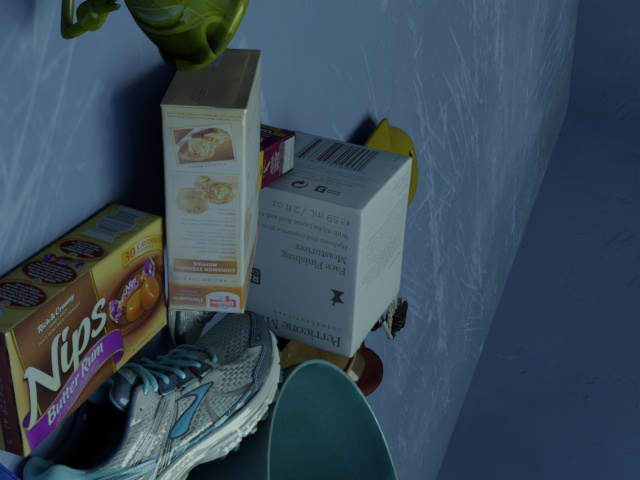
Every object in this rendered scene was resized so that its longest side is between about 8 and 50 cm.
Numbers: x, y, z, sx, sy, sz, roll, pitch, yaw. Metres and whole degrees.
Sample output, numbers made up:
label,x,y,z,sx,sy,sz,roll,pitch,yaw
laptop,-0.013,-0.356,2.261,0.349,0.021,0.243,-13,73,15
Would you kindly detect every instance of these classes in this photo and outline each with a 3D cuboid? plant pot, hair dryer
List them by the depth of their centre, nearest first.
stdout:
label,x,y,z,sx,sy,sz,roll,pitch,yaw
plant pot,-0.059,0.285,0.941,0.290,0.195,0.290,46,35,-46
hair dryer,0.044,0.138,1.404,0.223,0.080,0.293,64,36,-39

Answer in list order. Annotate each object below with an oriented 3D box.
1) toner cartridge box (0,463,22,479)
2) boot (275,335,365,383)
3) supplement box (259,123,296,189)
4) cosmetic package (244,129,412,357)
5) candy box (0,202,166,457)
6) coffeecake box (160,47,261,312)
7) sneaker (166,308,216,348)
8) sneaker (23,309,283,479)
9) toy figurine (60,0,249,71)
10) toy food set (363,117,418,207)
label,x,y,z,sx,sy,sz,roll,pitch,yaw
toner cartridge box,-0.234,0.113,0.440,0.348,0.165,0.075,74,38,-55
boot,-0.066,0.219,1.130,0.115,0.112,0.305,51,56,-27
supplement box,-0.066,-0.084,0.918,0.083,0.055,0.043,-41,141,-59
cosmetic package,0.000,0.000,1.017,0.151,0.151,0.183,-47,145,-53
candy box,-0.188,0.060,0.696,0.186,0.053,0.109,-48,147,-55
coffeecake box,-0.089,-0.054,0.789,0.142,0.068,0.185,-87,180,-60
sneaker,-0.106,0.047,0.900,0.052,0.058,0.135,29,78,-70
sneaker,-0.137,0.144,0.798,0.283,0.110,0.122,-51,125,-39
toy figurine,-0.121,-0.295,0.477,0.217,0.191,0.362,16,89,-57
toy food set,0.065,-0.082,1.280,0.218,0.071,0.128,-55,128,-49
